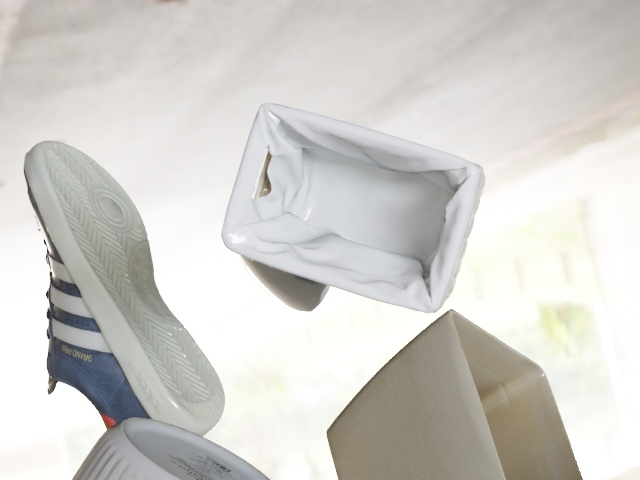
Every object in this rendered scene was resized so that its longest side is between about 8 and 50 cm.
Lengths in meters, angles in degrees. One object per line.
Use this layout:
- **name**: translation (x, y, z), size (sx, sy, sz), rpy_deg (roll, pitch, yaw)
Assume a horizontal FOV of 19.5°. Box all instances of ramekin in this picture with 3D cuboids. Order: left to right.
- **ramekin**: translation (-0.125, 0.241, 1.629), size (0.207, 0.109, 0.207), rpy_deg (26, -173, -4)

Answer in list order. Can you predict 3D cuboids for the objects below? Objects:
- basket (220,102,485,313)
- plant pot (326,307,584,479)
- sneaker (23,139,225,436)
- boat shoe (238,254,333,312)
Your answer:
- **basket**: translation (0.029, -0.024, 1.342), size (0.167, 0.113, 0.103), rpy_deg (18, -175, 11)
- **plant pot**: translation (0.067, 0.117, 0.957), size (0.096, 0.109, 0.109), rpy_deg (-30, 146, 20)
- **sneaker**: translation (-0.236, 0.070, 1.873), size (0.148, 0.350, 0.131), rpy_deg (-38, 158, 30)
- **boat shoe**: translation (0.000, 0.000, 1.728), size (0.084, 0.095, 0.258), rpy_deg (-47, -172, -21)
